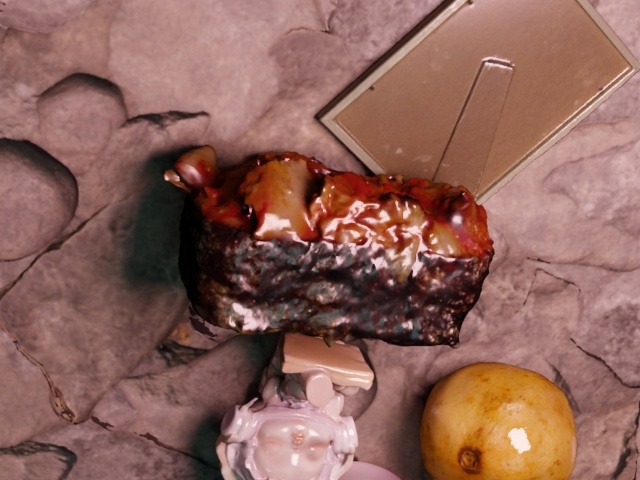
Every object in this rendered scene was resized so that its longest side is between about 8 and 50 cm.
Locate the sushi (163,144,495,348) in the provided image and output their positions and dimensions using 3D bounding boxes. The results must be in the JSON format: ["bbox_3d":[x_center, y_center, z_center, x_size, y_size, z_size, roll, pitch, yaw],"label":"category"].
[{"bbox_3d":[0.000,0.000,1.390,0.343,0.196,0.181,9,104,-15],"label":"sushi"}]

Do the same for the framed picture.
[{"bbox_3d":[0.172,-0.158,1.424,0.289,0.020,0.211,-41,118,12],"label":"framed picture"}]

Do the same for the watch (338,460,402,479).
[{"bbox_3d":[0.055,0.399,1.620,0.248,0.211,0.217,20,104,-11],"label":"watch"}]

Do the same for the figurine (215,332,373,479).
[{"bbox_3d":[-0.028,0.215,1.520,0.163,0.141,0.236,16,114,-16],"label":"figurine"}]

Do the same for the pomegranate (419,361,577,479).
[{"bbox_3d":[0.209,0.221,1.559,0.196,0.196,0.196,-5,119,-8],"label":"pomegranate"}]
